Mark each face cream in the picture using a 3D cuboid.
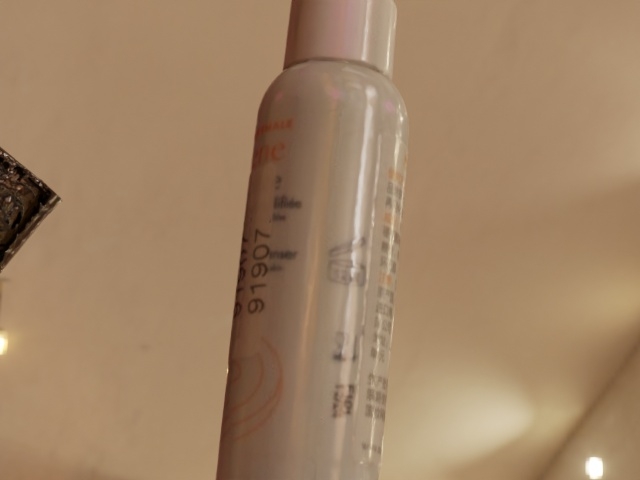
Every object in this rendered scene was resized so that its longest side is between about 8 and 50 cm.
[{"bbox_3d":[0.000,0.000,0.664,0.082,0.082,0.269,149,-52,-67],"label":"face cream"}]

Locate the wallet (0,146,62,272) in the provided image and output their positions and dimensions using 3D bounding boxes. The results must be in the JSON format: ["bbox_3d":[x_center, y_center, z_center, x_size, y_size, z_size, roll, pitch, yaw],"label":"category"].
[{"bbox_3d":[-0.333,0.020,1.078,0.243,0.133,0.039,-53,-155,-12],"label":"wallet"}]
